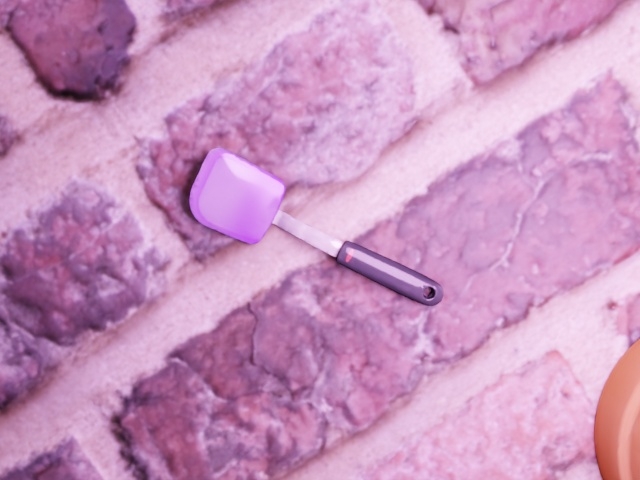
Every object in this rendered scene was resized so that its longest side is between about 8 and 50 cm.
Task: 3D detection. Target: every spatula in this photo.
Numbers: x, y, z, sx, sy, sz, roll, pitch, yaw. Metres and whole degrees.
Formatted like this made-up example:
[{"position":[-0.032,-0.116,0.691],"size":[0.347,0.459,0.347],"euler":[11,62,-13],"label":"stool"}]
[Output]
[{"position":[0.000,0.000,0.773],"size":[0.296,0.030,0.084],"euler":[27,95,-1],"label":"spatula"}]

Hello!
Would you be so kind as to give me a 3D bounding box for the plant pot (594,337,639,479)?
[{"position":[0.445,0.220,0.693],"size":[0.291,0.203,0.291],"euler":[0,94,2],"label":"plant pot"}]
